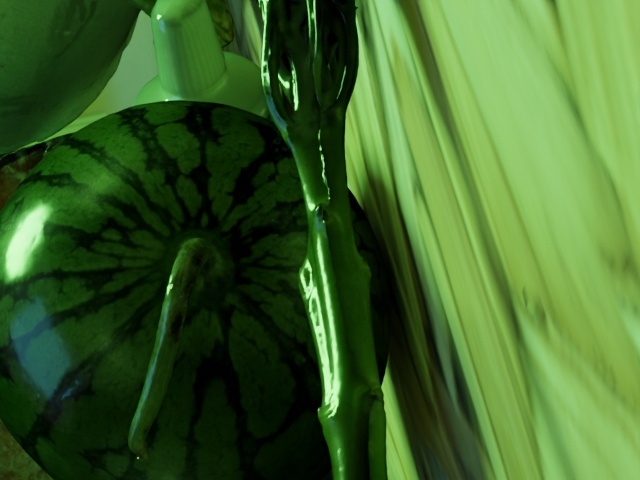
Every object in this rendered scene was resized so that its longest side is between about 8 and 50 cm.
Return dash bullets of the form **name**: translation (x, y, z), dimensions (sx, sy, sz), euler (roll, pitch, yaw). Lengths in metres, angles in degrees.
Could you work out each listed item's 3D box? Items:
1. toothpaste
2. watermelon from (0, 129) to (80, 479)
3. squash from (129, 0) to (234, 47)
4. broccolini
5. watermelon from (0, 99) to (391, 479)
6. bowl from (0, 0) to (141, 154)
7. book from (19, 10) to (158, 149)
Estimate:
- **toothpaste**: translation (-0.028, 0.051, 0.890), dimensions (0.099, 0.061, 0.392), euler (-118, 12, -49)
- **watermelon**: translation (-0.181, 0.061, 0.937), dimensions (0.214, 0.320, 0.289), euler (63, -155, -65)
- **squash**: translation (-0.119, -0.211, 0.829), dimensions (0.137, 0.137, 0.287), euler (151, 105, -83)
- **broccolini**: translation (-0.001, 0.000, 0.485), dimensions (0.044, 0.042, 0.218), euler (99, 169, -68)
- **watermelon**: translation (-0.041, 0.021, 0.622), dimensions (0.187, 0.141, 0.140), euler (132, 125, -75)
- **bowl**: translation (-0.166, -0.211, 0.964), dimensions (0.146, 0.313, 0.313), euler (-20, 80, 41)
- **book**: translation (-0.150, 0.029, 1.430), dimensions (0.269, 0.032, 0.389), euler (-3, 101, 50)
